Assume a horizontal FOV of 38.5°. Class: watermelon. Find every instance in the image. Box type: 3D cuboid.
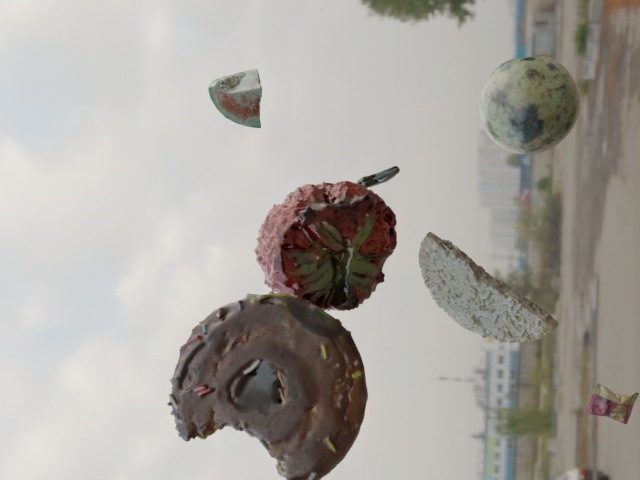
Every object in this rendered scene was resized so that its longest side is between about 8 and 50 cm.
[{"bbox_3d":[-0.100,-0.188,1.163,0.085,0.061,0.085,14,-112,-39],"label":"watermelon"}]

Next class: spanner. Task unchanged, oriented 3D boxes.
[{"bbox_3d":[0.026,-0.085,1.940,0.026,0.326,0.093,66,-155,3],"label":"spanner"}]

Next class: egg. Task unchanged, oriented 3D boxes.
[{"bbox_3d":[0.301,-0.197,1.316,0.181,0.141,0.141,-50,-39,-66],"label":"egg"}]

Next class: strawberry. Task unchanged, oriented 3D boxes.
[{"bbox_3d":[-0.001,0.004,1.660,0.258,0.261,0.261,39,139,54],"label":"strawberry"}]

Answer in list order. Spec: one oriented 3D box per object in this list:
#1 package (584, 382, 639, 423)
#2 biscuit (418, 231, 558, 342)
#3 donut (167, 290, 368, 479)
[{"bbox_3d":[0.488,0.273,1.532,0.029,0.083,0.059,-112,39,-74],"label":"package"},{"bbox_3d":[0.251,0.096,1.480,0.032,0.250,0.133,-46,-11,-42],"label":"biscuit"},{"bbox_3d":[-0.057,0.170,1.086,0.096,0.230,0.216,42,-120,-82],"label":"donut"}]
